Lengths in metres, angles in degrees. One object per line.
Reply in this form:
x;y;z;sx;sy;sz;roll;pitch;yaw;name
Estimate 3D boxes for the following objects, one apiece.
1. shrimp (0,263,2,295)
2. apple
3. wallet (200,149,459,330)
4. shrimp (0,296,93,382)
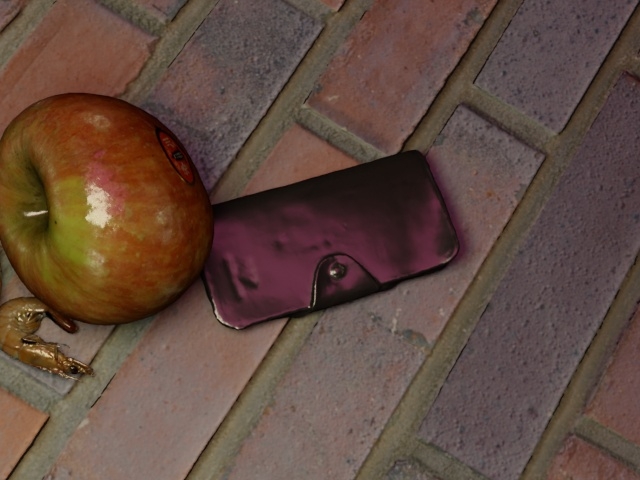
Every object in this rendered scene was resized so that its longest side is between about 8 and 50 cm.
-0.501;0.112;1.883;0.152;0.063;0.287;0;66;0;shrimp
-0.279;-0.044;1.881;0.250;0.277;0.309;-11;90;-43;apple
0.000;0.000;2.023;0.378;0.051;0.197;-15;72;-13;wallet
-0.366;0.131;1.922;0.162;0.045;0.095;26;46;6;shrimp
